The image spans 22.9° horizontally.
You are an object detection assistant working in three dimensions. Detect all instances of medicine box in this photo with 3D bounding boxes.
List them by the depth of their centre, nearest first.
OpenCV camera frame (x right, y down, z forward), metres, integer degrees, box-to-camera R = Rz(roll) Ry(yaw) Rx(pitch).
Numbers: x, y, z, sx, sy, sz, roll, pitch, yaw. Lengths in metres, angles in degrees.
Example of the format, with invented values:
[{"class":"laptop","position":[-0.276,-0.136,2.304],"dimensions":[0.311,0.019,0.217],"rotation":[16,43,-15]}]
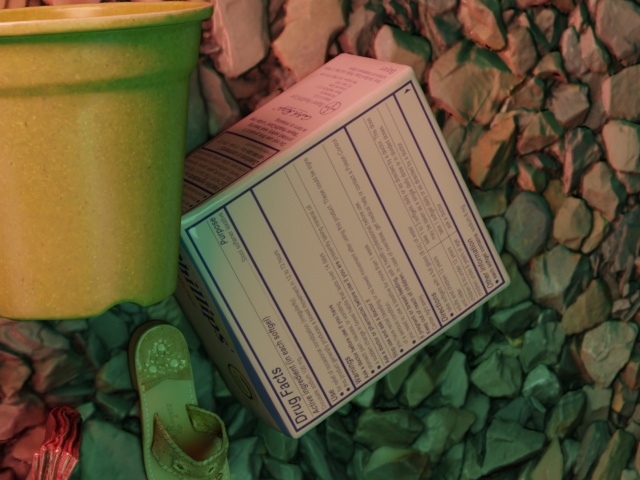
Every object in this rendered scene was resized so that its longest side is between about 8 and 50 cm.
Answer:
[{"class":"medicine box","position":[0.000,0.000,1.581],"dimensions":[0.289,0.149,0.263],"rotation":[-34,115,-16]}]

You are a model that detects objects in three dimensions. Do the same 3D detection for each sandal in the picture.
[{"class":"sandal","position":[-0.134,0.200,1.599],"dimensions":[0.088,0.079,0.240],"rotation":[-22,111,-21]}]

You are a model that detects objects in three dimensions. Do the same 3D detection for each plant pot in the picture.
[{"class":"plant pot","position":[-0.222,-0.071,1.368],"dimensions":[0.276,0.276,0.254],"rotation":[-8,103,-26]}]

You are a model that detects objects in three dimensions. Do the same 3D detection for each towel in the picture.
[{"class":"towel","position":[-0.309,0.315,1.455],"dimensions":[0.037,0.237,0.329],"rotation":[28,88,-7]}]
